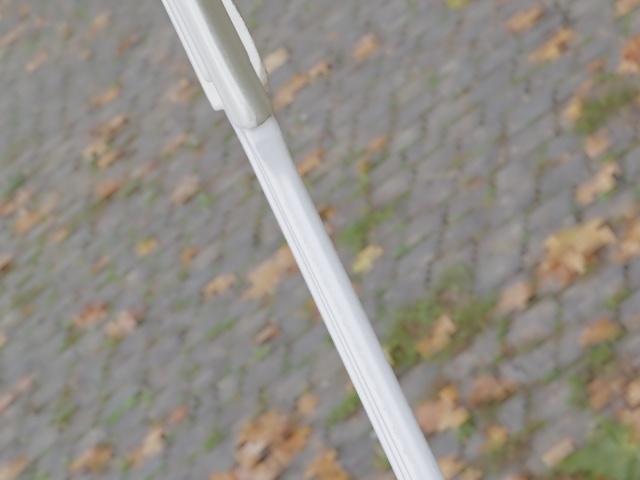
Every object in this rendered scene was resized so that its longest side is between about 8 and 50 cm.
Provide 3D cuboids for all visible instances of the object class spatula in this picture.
[{"bbox_3d":[0.000,0.000,0.481,0.019,0.242,0.168,-27,6,-3],"label":"spatula"}]
